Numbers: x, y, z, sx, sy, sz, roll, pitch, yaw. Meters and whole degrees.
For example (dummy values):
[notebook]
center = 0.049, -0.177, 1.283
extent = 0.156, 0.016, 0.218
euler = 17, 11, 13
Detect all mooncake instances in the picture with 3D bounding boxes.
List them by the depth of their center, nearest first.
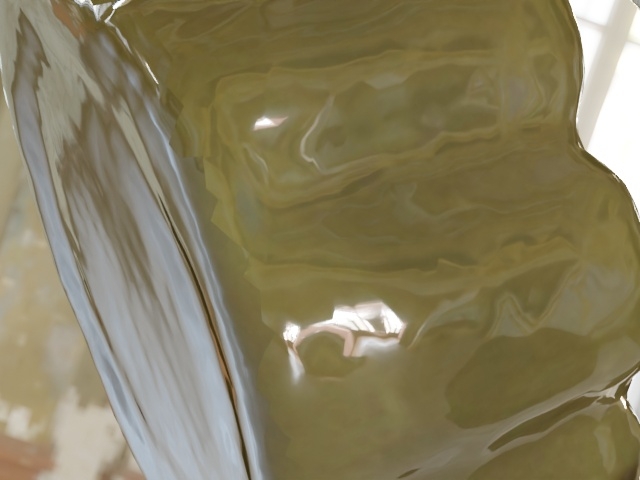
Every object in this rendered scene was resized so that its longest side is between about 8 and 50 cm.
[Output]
[mooncake]
center = 0.000, 0.000, 0.882
extent = 0.201, 0.378, 0.378
euler = -21, 16, -16

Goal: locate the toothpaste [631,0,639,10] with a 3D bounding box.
[toothpaste]
center = 0.269, -0.220, 1.472
extent = 0.282, 0.068, 0.099
euler = 38, 31, -47
